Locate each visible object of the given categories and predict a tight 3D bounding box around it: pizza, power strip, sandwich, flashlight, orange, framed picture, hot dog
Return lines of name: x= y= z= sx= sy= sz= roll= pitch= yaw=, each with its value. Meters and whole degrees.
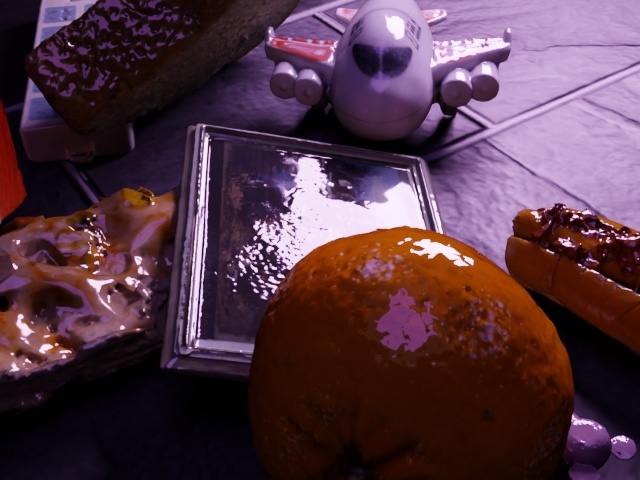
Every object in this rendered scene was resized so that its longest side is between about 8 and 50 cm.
pizza: x=-0.185 y=0.027 z=0.665 sx=0.297 sy=0.071 sz=0.189 roll=-24 pitch=41 yaw=-32
power strip: x=-0.264 y=-0.204 z=0.962 sx=0.106 sy=0.043 sz=0.367 roll=-8 pitch=41 yaw=-7
sandwich: x=-0.142 y=-0.207 z=0.864 sx=0.288 sy=0.254 sz=0.100 roll=-43 pitch=95 yaw=-8
flashlight: x=0.152 y=0.119 z=0.574 sx=0.052 sy=0.031 sz=0.110 roll=-25 pitch=41 yaw=-22
orange: x=0.045 y=0.090 z=0.487 sx=0.193 sy=0.193 sz=0.161 roll=21 pitch=39 yaw=25
framed picture: x=0.000 y=0.000 z=0.687 sx=0.232 sy=0.019 sz=0.296 roll=7 pitch=40 yaw=-11
hot dog: x=0.246 y=0.037 z=0.631 sx=0.102 sy=0.076 sz=0.249 roll=-27 pitch=45 yaw=-31

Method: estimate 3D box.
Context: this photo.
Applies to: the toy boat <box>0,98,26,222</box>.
toy boat: x=-0.413 y=-0.059 z=0.706 sx=0.331 sy=0.145 sz=0.133 roll=2 pitch=25 yaw=24

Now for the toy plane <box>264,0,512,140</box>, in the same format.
toy plane: x=0.067 y=-0.193 z=0.881 sx=0.252 sy=0.118 sz=0.252 roll=-2 pitch=43 yaw=2
